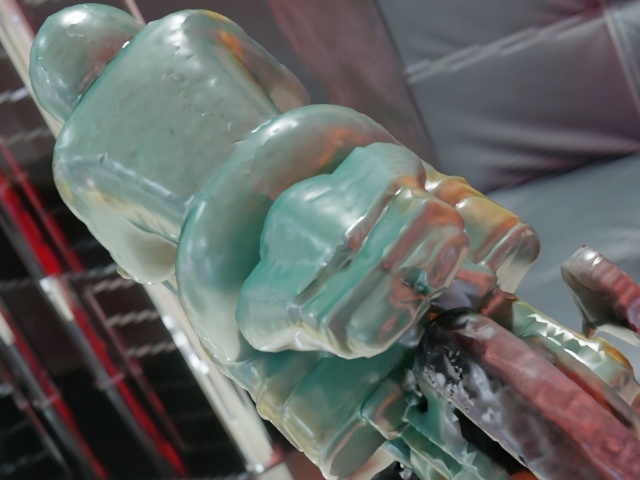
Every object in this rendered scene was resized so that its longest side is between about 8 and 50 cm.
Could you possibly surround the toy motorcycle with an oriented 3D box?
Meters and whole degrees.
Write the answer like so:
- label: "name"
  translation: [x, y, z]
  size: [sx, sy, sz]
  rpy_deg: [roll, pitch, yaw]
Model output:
- label: "toy motorcycle"
  translation: [0.001, 0.000, 0.506]
  size: [0.109, 0.198, 0.296]
  rpy_deg: [-49, 25, -4]
